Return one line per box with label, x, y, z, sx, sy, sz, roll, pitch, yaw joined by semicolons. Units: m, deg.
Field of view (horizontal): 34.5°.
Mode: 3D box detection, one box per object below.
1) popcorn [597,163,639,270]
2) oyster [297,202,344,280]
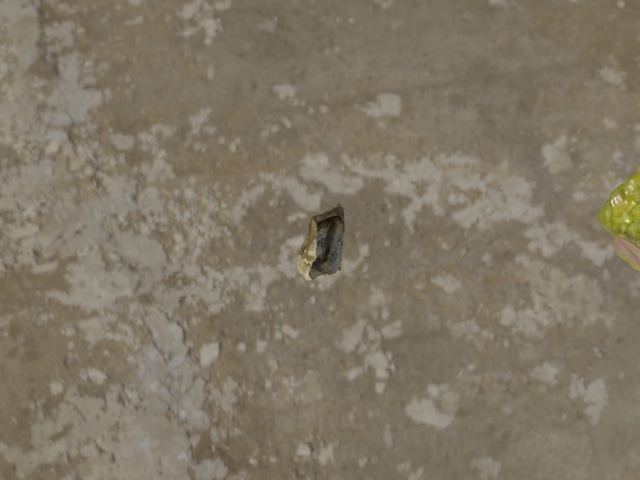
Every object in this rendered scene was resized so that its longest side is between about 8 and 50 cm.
popcorn;0.346;-0.030;1.009;0.125;0.145;0.126;38;60;25
oyster;0.000;0.003;0.888;0.034;0.051;0.093;7;19;19
